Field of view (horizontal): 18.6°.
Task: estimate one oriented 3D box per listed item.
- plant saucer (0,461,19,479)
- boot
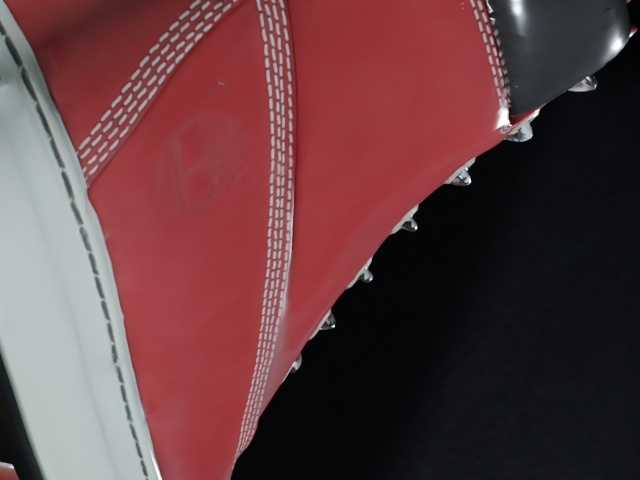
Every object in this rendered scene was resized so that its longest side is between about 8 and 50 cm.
[{"bbox_3d":[0.003,0.148,0.665,0.258,0.259,0.048,38,-114,-45],"label":"plant saucer"},{"bbox_3d":[0.000,0.000,0.467,0.176,0.244,0.088,-25,-120,-16],"label":"boot"}]
